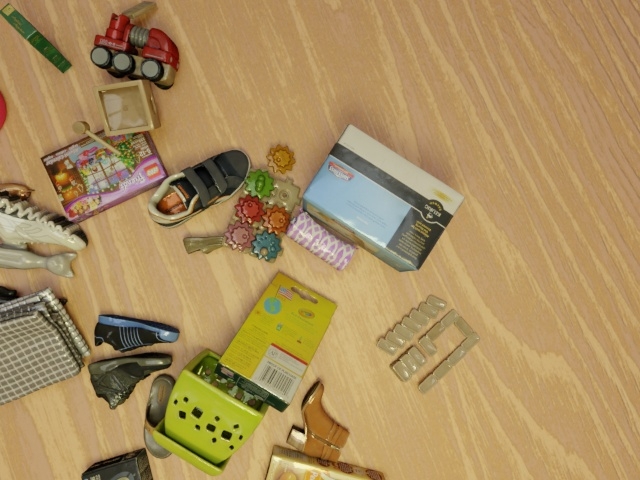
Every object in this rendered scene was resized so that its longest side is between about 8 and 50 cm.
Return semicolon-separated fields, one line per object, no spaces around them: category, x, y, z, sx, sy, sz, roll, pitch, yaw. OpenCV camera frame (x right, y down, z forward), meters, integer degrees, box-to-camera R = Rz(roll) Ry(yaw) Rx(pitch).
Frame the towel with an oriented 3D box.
towel;-0.782;0.283;1.168;0.284;0.121;0.234;-20;112;-5

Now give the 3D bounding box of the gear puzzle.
gear puzzle;-0.140;-0.113;1.278;0.176;0.044;0.338;22;79;-15

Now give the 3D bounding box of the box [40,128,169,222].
box;-0.604;-0.203;1.287;0.294;0.057;0.200;-27;87;-4

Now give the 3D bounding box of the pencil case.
pencil case;0.000;0.000;1.265;0.206;0.086;0.088;36;78;-10

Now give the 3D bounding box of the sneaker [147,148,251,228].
sneaker;-0.330;-0.148;1.260;0.321;0.127;0.126;-39;86;-6

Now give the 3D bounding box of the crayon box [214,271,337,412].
crayon box;-0.106;0.256;1.199;0.202;0.081;0.318;31;50;2

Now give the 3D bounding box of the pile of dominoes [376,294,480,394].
pile of dominoes;0.301;0.290;1.295;0.251;0.040;0.196;-39;87;-13

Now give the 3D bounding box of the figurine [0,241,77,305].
figurine;-0.791;0.115;1.245;0.210;0.092;0.214;11;84;-9

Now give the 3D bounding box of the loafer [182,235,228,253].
loafer;-0.312;0.014;1.281;0.148;0.056;0.050;-2;88;5

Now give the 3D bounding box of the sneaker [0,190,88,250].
sneaker;-0.783;-0.033;1.236;0.292;0.110;0.118;26;93;-9

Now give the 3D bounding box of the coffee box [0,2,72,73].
coffee box;-0.779;-0.551;1.250;0.040;0.184;0.113;-45;88;-6

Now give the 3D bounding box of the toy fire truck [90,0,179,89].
toy fire truck;-0.504;-0.578;1.296;0.217;0.158;0.246;14;95;0

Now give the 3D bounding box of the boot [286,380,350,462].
boot;0.012;0.495;1.240;0.153;0.073;0.197;24;93;-1

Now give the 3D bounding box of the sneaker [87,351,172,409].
sneaker;-0.504;0.374;1.225;0.228;0.087;0.130;-11;87;0

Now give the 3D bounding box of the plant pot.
plant pot;-0.276;0.440;1.161;0.228;0.227;0.207;31;90;1

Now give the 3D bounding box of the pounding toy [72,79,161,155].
pounding toy;-0.548;-0.324;1.225;0.206;0.094;0.180;-9;110;-2

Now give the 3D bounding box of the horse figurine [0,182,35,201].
horse figurine;-0.964;-0.114;1.264;0.264;0.066;0.174;22;90;-2

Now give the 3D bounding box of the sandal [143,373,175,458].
sandal;-0.433;0.478;1.228;0.090;0.060;0.219;5;84;-1

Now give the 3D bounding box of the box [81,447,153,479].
box;-0.523;0.668;1.198;0.148;0.077;0.180;-15;85;-4

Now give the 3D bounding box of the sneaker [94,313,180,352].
sneaker;-0.502;0.264;1.241;0.233;0.081;0.090;10;87;6

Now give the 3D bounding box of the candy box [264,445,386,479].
candy box;0.001;0.686;1.210;0.317;0.087;0.182;15;84;0

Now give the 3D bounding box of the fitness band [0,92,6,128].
fitness band;-1.049;-0.365;1.290;0.291;0.054;0.208;-17;86;-2

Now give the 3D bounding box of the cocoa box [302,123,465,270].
cocoa box;0.150;-0.097;1.216;0.347;0.231;0.227;33;85;1
